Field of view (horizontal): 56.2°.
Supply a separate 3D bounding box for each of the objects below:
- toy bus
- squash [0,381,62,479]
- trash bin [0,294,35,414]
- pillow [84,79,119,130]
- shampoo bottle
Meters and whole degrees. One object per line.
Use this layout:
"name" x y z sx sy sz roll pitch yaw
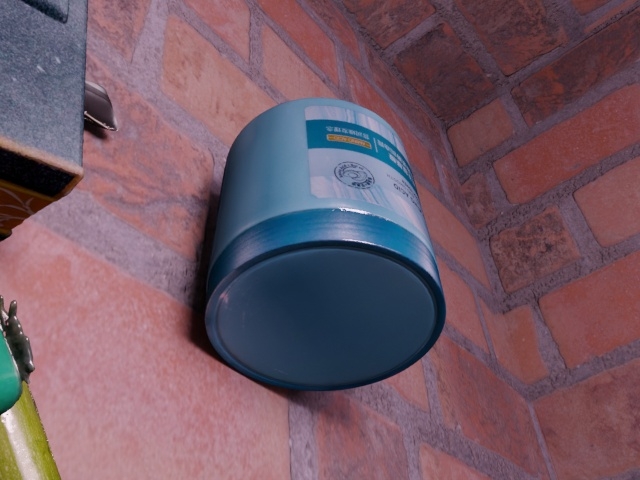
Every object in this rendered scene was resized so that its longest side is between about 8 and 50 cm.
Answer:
"toy bus" -0.354 -0.185 0.630 0.162 0.194 0.323 22 54 -50
"squash" -0.283 0.182 0.537 0.069 0.069 0.239 -4 66 -61
"trash bin" -0.390 0.061 0.295 0.295 0.259 0.381 63 20 10
"pillow" -0.352 -0.205 0.849 0.091 0.055 0.135 36 10 30
"shampoo bottle" 0.000 0.000 0.933 0.331 0.331 0.343 40 30 -33
